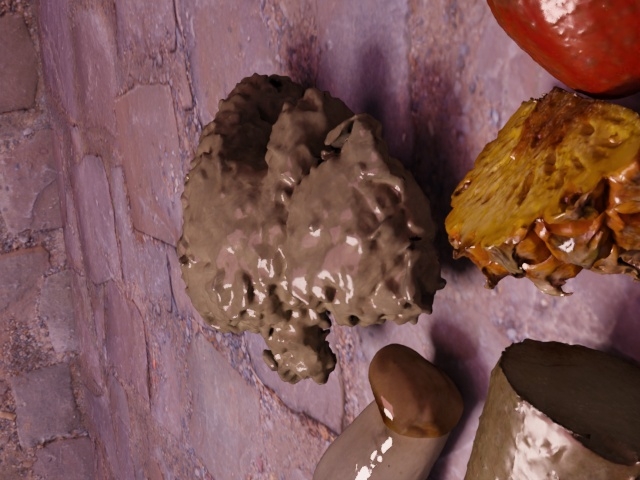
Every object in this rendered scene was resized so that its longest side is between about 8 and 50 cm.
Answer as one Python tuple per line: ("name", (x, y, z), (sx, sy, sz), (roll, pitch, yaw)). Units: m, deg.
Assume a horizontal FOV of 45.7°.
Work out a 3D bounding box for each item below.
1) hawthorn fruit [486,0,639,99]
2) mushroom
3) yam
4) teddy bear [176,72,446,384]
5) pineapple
("hawthorn fruit", (0.199, -0.151, 0.487), (0.163, 0.163, 0.203), (-14, 107, 60))
("mushroom", (0.081, 0.254, 0.857), (0.159, 0.122, 0.328), (25, 130, 11))
("yam", (0.185, 0.231, 0.600), (0.168, 0.168, 0.304), (42, 134, 45))
("teddy bear", (0.000, 0.000, 0.843), (0.368, 0.225, 0.357), (13, 110, 41))
("pineapple", (0.179, -0.002, 0.531), (0.140, 0.164, 0.250), (-46, 19, 6))
